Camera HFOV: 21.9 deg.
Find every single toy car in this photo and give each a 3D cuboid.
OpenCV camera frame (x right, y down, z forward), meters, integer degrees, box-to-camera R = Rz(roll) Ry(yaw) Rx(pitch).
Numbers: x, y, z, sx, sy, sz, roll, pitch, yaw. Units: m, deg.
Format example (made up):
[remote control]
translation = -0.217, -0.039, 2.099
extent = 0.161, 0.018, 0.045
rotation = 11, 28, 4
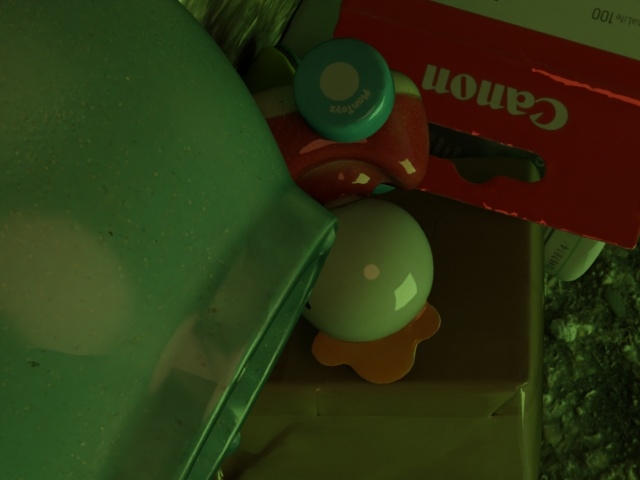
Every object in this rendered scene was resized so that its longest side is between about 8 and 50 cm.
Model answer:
[toy car]
translation = 0.000, 0.000, 1.275
extent = 0.219, 0.210, 0.238
rotation = 57, 17, -76

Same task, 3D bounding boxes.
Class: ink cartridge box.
[ink cartridge box]
translation = 0.176, -0.219, 1.390
extent = 0.091, 0.308, 0.385
rotation = 83, 23, -84

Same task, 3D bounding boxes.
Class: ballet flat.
[ballet flat]
translation = -0.050, -0.109, 1.508
extent = 0.077, 0.077, 0.231
rotation = -37, 173, -8

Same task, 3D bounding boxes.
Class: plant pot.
[plant pot]
translation = -0.115, 0.022, 0.673
extent = 0.293, 0.196, 0.293
rotation = -61, 176, -6

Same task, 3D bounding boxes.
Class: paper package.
[paper package]
translation = 0.039, 0.081, 1.437
extent = 0.325, 0.309, 0.168
rotation = -81, 168, -51

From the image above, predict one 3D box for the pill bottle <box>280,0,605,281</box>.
[pill bottle]
translation = 0.139, -0.127, 1.632
extent = 0.204, 0.361, 0.204
rotation = -61, 176, -7
